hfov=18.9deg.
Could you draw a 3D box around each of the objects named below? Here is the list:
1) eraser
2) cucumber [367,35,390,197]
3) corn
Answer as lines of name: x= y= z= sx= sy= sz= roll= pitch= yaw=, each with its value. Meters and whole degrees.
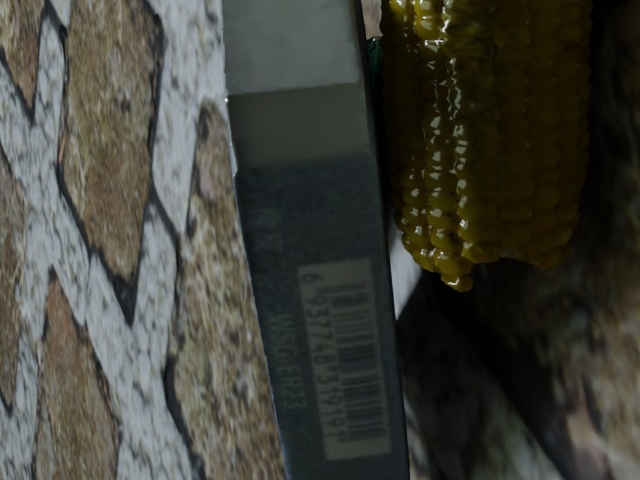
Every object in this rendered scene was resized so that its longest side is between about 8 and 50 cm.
eraser: x=0.000 y=0.000 z=0.644 sx=0.212 sy=0.046 sz=0.092 roll=83 pitch=-178 yaw=-47
cucumber: x=0.011 y=-0.024 z=0.736 sx=0.032 sy=0.032 sz=0.133 roll=-115 pitch=30 yaw=-42
corn: x=0.049 y=-0.088 z=0.578 sx=0.068 sy=0.068 sz=0.207 roll=-168 pitch=73 yaw=-68
